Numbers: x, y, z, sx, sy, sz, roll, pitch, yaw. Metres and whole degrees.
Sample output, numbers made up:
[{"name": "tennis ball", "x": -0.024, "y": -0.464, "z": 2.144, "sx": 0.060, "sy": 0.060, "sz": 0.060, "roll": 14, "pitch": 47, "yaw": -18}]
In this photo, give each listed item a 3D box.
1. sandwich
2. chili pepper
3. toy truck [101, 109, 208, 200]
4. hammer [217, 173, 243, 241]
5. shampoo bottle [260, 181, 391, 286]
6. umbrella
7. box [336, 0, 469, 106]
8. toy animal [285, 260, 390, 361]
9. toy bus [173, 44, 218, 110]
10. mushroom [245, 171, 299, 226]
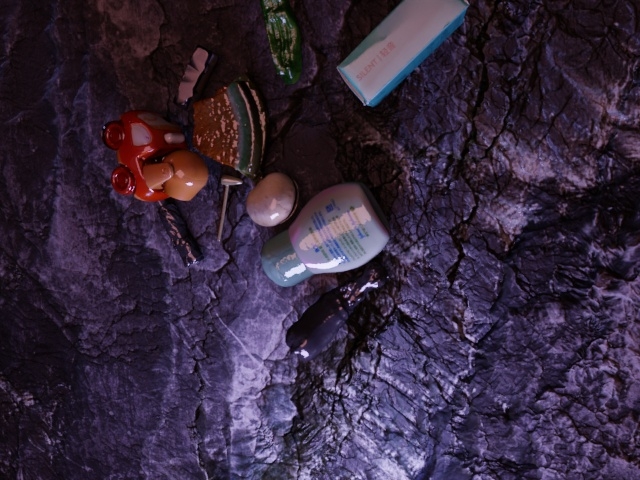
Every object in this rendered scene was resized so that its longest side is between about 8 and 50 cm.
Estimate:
[{"name": "sandwich", "x": -0.236, "y": -0.302, "z": 1.519, "sx": 0.212, "sy": 0.109, "sz": 0.292, "roll": 15, "pitch": 104, "yaw": 7}, {"name": "chili pepper", "x": -0.102, "y": -0.532, "z": 1.464, "sx": 0.100, "sy": 0.074, "sz": 0.257, "roll": -11, "pitch": 100, "yaw": 13}, {"name": "toy truck", "x": -0.414, "y": -0.224, "z": 1.499, "sx": 0.239, "sy": 0.189, "sz": 0.265, "roll": -11, "pitch": 92, "yaw": 27}, {"name": "hammer", "x": -0.262, "y": -0.087, "z": 1.616, "sx": 0.060, "sy": 0.028, "sz": 0.195, "roll": 12, "pitch": 107, "yaw": 2}, {"name": "shampoo bottle", "x": 0.000, "y": 0.000, "z": 1.513, "sx": 0.349, "sy": 0.151, "sz": 0.222, "roll": -30, "pitch": 99, "yaw": 14}, {"name": "umbrella", "x": -0.412, "y": -0.037, "z": 1.636, "sx": 0.066, "sy": 0.059, "sz": 0.236, "roll": -26, "pitch": 93, "yaw": -6}, {"name": "box", "x": 0.193, "y": -0.466, "z": 1.354, "sx": 0.311, "sy": 0.205, "sz": 0.118, "roll": -43, "pitch": 89, "yaw": 16}, {"name": "toy animal", "x": 0.039, "y": 0.183, "z": 1.539, "sx": 0.343, "sy": 0.168, "sz": 0.106, "roll": -45, "pitch": 88, "yaw": 2}, {"name": "toy bus", "x": -0.334, "y": -0.433, "z": 1.531, "sx": 0.057, "sy": 0.072, "sz": 0.172, "roll": 32, "pitch": 107, "yaw": 5}, {"name": "mushroom", "x": -0.125, "y": -0.108, "z": 1.533, "sx": 0.154, "sy": 0.122, "sz": 0.154, "roll": -16, "pitch": 64, "yaw": 36}]
